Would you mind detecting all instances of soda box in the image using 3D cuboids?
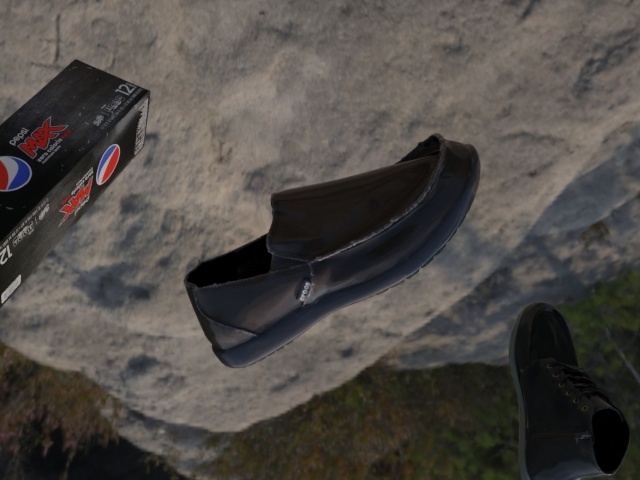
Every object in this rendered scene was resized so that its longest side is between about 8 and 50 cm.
[{"bbox_3d":[-0.172,-0.040,0.496,0.060,0.169,0.053,24,136,6],"label":"soda box"}]

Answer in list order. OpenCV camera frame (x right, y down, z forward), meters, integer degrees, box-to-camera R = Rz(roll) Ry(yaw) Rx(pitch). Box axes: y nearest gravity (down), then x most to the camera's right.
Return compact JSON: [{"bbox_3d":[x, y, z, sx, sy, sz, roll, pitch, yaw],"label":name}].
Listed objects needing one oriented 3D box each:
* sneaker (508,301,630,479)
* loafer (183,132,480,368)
[{"bbox_3d":[0.273,0.157,0.875,0.083,0.222,0.118,14,150,-20],"label":"sneaker"},{"bbox_3d":[0.000,0.000,0.848,0.366,0.134,0.130,-36,112,15],"label":"loafer"}]
